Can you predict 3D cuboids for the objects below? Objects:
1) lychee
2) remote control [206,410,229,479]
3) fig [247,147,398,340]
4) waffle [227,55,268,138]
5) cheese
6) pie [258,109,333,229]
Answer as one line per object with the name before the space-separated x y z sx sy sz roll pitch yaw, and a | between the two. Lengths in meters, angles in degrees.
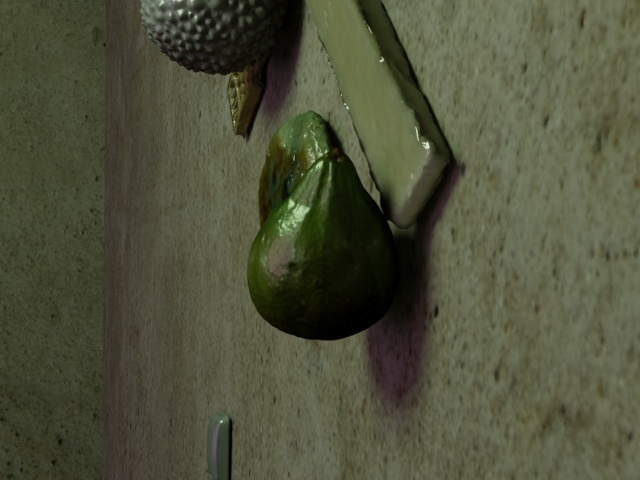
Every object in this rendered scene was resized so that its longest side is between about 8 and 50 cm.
lychee | -0.122 -0.267 1.070 0.197 0.165 0.165 29 122 31
remote control | -0.138 0.323 1.300 0.050 0.027 0.184 -177 87 -71
fig | 0.000 0.000 0.762 0.123 0.123 0.156 -128 29 -61
waffle | -0.090 -0.201 1.198 0.135 0.021 0.092 117 150 -53
cheese | 0.032 -0.175 0.840 0.400 0.034 0.085 -109 30 -42
pie | -0.022 -0.039 0.967 0.187 0.041 0.187 -178 90 -70
